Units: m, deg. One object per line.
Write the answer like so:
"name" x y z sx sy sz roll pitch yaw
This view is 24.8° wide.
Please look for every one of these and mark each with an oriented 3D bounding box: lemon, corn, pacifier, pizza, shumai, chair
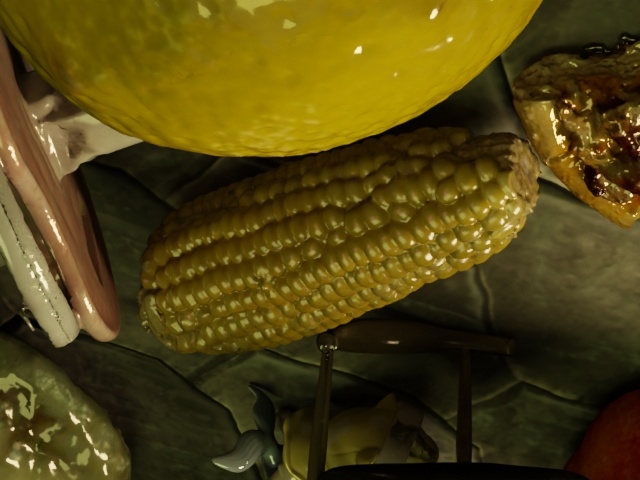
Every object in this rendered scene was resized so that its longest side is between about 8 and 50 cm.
"lemon" -0.027 -0.195 0.747 0.336 0.336 0.336 9 136 9
"corn" 0.000 0.000 1.074 0.346 0.130 0.130 -19 126 28
"pacifier" -0.176 -0.082 0.991 0.220 0.273 0.332 24 146 35
"pizza" 0.236 -0.075 0.955 0.193 0.069 0.154 -22 124 36
"shumai" -0.398 0.262 1.330 0.397 0.323 0.324 -2 132 21
"chair" 0.089 0.192 1.107 0.188 0.272 0.166 3 174 -30

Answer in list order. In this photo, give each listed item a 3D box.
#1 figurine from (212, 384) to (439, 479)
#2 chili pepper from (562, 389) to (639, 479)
"figurine" 0.016 0.200 1.273 0.208 0.128 0.184 26 135 -2
"chili pepper" 0.317 0.290 1.140 0.251 0.305 0.229 7 143 -3
